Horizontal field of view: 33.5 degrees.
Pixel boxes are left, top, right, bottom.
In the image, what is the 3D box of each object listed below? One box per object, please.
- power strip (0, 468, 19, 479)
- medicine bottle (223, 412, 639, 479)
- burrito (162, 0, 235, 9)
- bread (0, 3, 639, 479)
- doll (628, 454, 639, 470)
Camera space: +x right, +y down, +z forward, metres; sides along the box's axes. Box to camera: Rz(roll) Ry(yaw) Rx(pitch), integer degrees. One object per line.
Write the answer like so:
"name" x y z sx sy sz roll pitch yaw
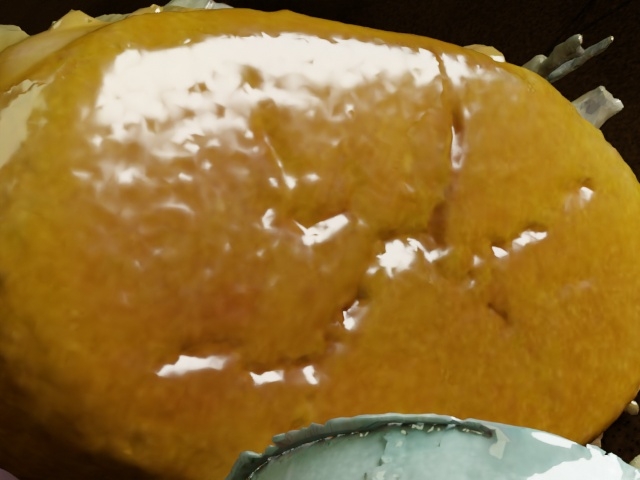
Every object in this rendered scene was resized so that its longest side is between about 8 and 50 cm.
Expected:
"power strip" -0.103 0.198 0.489 0.109 0.279 0.037 -41 -9 -3
"medicine bottle" 0.026 0.221 0.301 0.245 0.245 0.290 -15 41 32
"burrito" -0.177 -0.145 1.085 0.299 0.105 0.143 -34 42 5
"bread" 0.000 0.013 0.502 0.388 0.236 0.183 -1 12 -26
"doll" 0.163 0.124 0.490 0.093 0.051 0.061 -21 23 -28
